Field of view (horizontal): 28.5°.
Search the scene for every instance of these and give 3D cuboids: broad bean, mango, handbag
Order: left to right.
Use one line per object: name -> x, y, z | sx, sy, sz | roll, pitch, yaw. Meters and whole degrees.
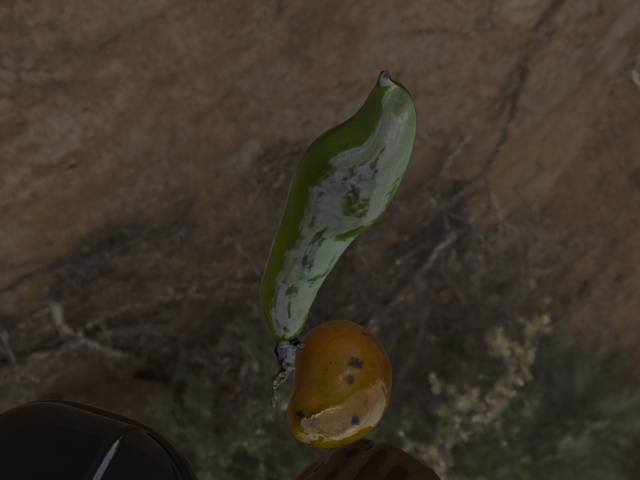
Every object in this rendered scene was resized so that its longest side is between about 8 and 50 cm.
handbag -> -0.269, 0.300, 1.339 | 0.093, 0.308, 0.253 | 44, 61, -63
broad bean -> 0.001, -0.005, 1.025 | 0.067, 0.075, 0.325 | -31, 153, -46
mango -> 0.023, 0.163, 1.418 | 0.115, 0.178, 0.090 | 11, 125, -3

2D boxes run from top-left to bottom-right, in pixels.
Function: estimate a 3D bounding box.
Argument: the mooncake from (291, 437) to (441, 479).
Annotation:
mooncake -> 0.060, 0.406, 1.471 | 0.187, 0.324, 0.324 | -38, 156, -37
